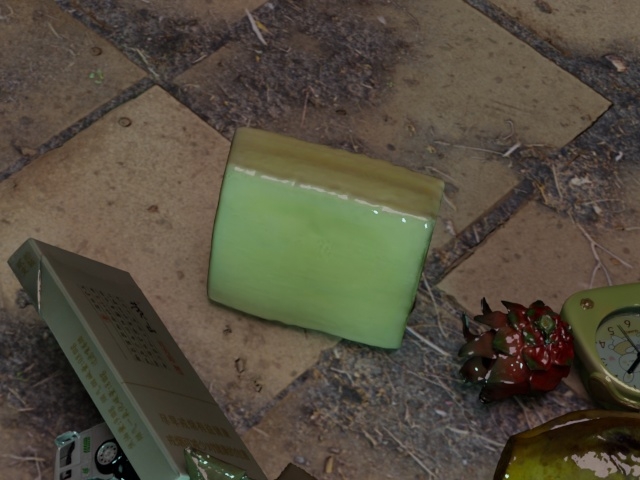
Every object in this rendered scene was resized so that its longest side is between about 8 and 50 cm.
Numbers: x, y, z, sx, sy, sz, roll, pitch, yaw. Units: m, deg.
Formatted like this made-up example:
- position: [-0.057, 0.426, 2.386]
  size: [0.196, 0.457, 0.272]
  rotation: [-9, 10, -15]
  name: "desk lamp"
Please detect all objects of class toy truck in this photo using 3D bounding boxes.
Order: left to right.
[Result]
- position: [-0.239, 0.325, 1.660]
  size: [0.125, 0.101, 0.242]
  rotation: [-22, 50, 21]
  name: "toy truck"

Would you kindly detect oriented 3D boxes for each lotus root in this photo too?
- position: [0.343, 0.275, 1.748]
  size: [0.291, 0.193, 0.193]
  rotation: [2, 51, -2]
  name: "lotus root"

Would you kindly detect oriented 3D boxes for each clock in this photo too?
- position: [0.408, 0.162, 1.916]
  size: [0.170, 0.069, 0.232]
  rotation: [-6, 53, -14]
  name: "clock"

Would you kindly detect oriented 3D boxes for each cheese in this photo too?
- position: [0.000, 0.000, 1.874]
  size: [0.266, 0.242, 0.124]
  rotation: [14, 41, 3]
  name: "cheese"

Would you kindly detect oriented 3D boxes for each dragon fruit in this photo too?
- position: [0.248, 0.138, 1.883]
  size: [0.142, 0.121, 0.130]
  rotation: [-1, 13, 23]
  name: "dragon fruit"

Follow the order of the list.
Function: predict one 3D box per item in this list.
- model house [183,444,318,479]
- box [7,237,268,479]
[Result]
- position: [-0.057, 0.308, 1.592]
  size: [0.248, 0.176, 0.181]
  rotation: [51, 54, -16]
  name: "model house"
- position: [-0.210, 0.157, 1.754]
  size: [0.051, 0.205, 0.365]
  rotation: [-44, 60, 13]
  name: "box"
